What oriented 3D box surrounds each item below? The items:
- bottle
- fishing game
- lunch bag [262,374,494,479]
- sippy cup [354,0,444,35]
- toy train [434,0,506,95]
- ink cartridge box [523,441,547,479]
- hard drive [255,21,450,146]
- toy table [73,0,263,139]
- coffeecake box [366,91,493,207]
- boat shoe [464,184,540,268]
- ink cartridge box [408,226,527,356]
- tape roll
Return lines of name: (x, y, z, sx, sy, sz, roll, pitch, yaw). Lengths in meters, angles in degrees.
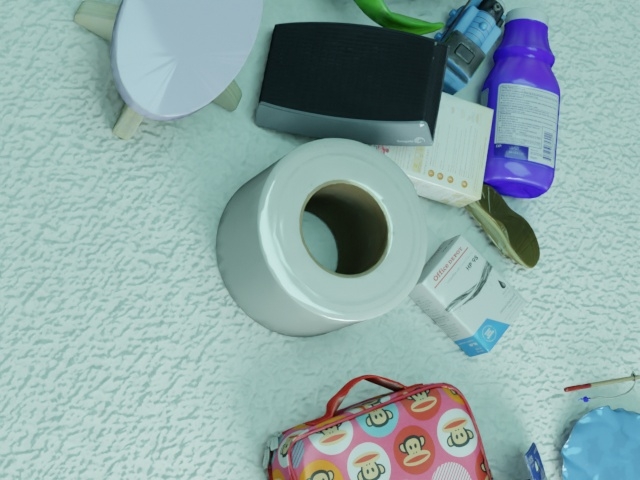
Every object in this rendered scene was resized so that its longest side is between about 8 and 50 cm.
bottle: (0.300, -0.209, 2.019, 0.118, 0.092, 0.283, 10, 75, -15)
fishing game: (0.430, 0.333, 1.991, 0.189, 0.041, 0.264, -7, 90, -24)
lunch bag: (0.079, 0.309, 1.798, 0.293, 0.120, 0.258, -15, 84, -25)
sippy cup: (0.139, -0.466, 1.946, 0.224, 0.240, 0.305, 5, 115, -33)
toy train: (0.213, -0.291, 1.992, 0.080, 0.105, 0.184, 41, 67, -11)
ink cartridge box: (0.304, 0.440, 1.837, 0.065, 0.186, 0.311, -14, 85, 13)
hard drive: (0.042, -0.224, 1.868, 0.254, 0.054, 0.172, 8, 74, 11)
toy table: (-0.192, -0.266, 1.781, 0.252, 0.161, 0.274, 40, 67, -11)
coffeecake box: (0.146, -0.144, 1.937, 0.185, 0.068, 0.142, 17, 73, -20)
boat shoe: (0.268, -0.019, 1.996, 0.153, 0.048, 0.056, 45, 61, -18)
ink cartridge box: (0.196, 0.068, 1.933, 0.180, 0.060, 0.104, 45, 66, -9)
tape roll: (0.000, 0.000, 1.803, 0.246, 0.169, 0.246, 5, 77, -22)
